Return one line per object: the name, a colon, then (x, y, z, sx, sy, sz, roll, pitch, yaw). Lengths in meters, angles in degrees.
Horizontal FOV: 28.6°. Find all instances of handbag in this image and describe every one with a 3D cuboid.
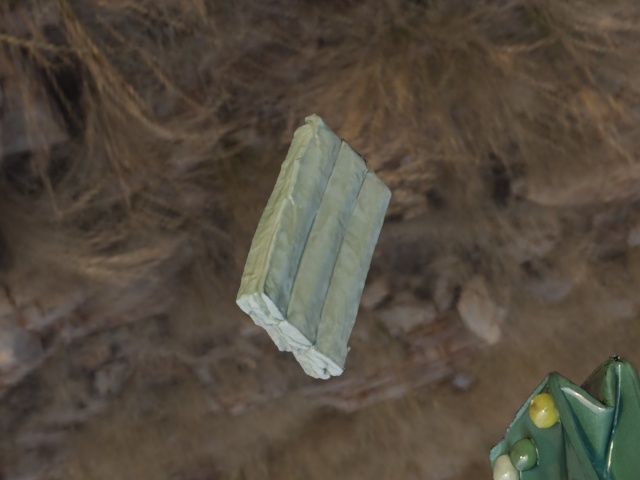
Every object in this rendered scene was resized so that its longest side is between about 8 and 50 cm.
handbag: (0.239, 0.271, 1.166, 0.100, 0.274, 0.269, -4, 153, -12)

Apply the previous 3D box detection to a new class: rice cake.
rice cake: (0.000, 0.000, 1.077, 0.038, 0.211, 0.124, -19, 127, 41)
